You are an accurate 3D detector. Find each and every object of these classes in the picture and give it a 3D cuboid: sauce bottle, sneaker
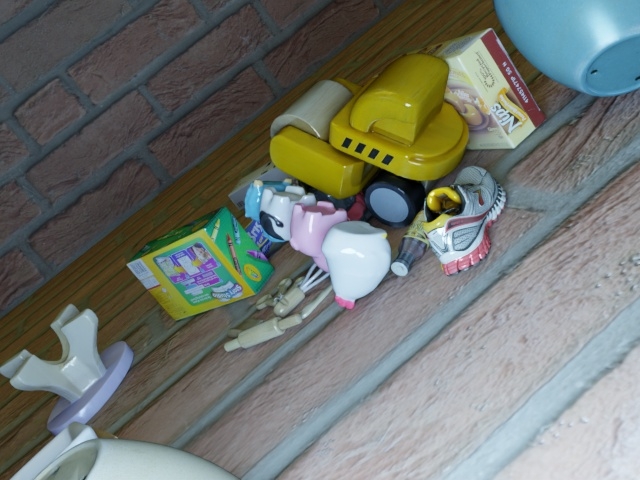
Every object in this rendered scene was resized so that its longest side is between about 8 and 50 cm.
[{"bbox_3d":[0.141,0.002,1.082,0.042,0.042,0.128,-20,26,42],"label":"sauce bottle"},{"bbox_3d":[0.198,-0.051,1.022,0.088,0.093,0.225,-26,20,30],"label":"sneaker"},{"bbox_3d":[0.017,-0.124,1.415,0.097,0.135,0.276,-32,28,17],"label":"sneaker"}]

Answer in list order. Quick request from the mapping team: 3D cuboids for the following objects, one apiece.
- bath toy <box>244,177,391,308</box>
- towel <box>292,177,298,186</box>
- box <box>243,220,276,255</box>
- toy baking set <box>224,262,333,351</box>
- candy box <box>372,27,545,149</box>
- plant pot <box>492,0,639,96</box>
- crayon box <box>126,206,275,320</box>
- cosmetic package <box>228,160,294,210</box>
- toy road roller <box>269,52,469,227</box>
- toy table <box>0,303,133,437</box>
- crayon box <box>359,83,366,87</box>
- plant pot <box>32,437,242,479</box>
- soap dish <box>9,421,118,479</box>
[{"bbox_3d":[0.000,0.000,1.171,0.151,0.129,0.348,-3,19,-28],"label":"bath toy"},{"bbox_3d":[-0.078,-0.107,1.743,0.144,0.029,0.197,-46,6,48],"label":"towel"},{"bbox_3d":[-0.117,-0.021,1.563,0.169,0.059,0.054,-50,-20,-30],"label":"box"},{"bbox_3d":[-0.056,0.098,1.231,0.256,0.030,0.197,-24,22,36],"label":"toy baking set"},{"bbox_3d":[0.235,-0.257,1.316,0.087,0.183,0.316,-40,18,-12],"label":"candy box"},{"bbox_3d":[0.420,-0.329,1.081,0.290,0.290,0.196,-26,57,30],"label":"plant pot"},{"bbox_3d":[-0.245,0.054,1.479,0.278,0.165,0.081,-20,24,41],"label":"crayon box"},{"bbox_3d":[-0.138,-0.176,2.022,0.239,0.060,0.099,-27,19,27],"label":"cosmetic package"},{"bbox_3d":[0.087,-0.204,1.230,0.202,0.329,0.241,-50,-23,-37],"label":"toy road roller"},{"bbox_3d":[-0.509,0.254,1.491,0.252,0.161,0.274,-35,19,8],"label":"toy table"},{"bbox_3d":[0.082,-0.255,1.600,0.202,0.081,0.318,-24,-2,-20],"label":"crayon box"},{"bbox_3d":[-0.203,0.308,0.725,0.284,0.191,0.284,-33,18,12],"label":"plant pot"},{"bbox_3d":[-0.348,0.349,0.944,0.229,0.118,0.291,-45,8,-24],"label":"soap dish"}]
